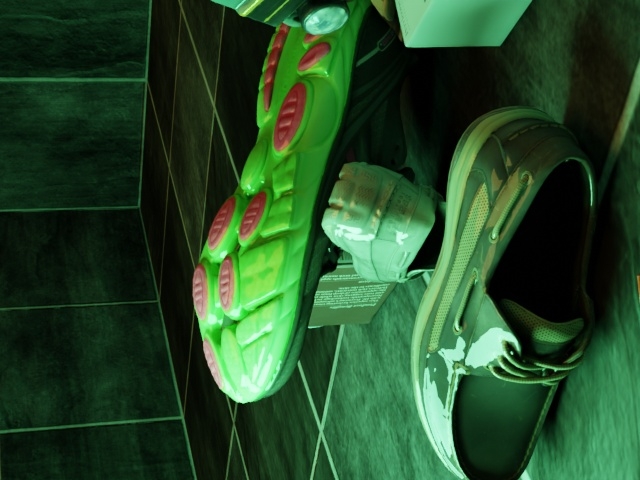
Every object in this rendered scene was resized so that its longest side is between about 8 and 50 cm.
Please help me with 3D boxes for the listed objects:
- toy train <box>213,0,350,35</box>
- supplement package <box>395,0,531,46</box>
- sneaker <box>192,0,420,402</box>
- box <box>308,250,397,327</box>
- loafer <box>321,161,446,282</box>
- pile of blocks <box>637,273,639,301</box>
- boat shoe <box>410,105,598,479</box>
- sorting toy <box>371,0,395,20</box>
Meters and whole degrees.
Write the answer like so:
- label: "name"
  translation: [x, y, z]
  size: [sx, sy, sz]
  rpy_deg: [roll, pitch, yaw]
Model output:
- label: "toy train"
  translation: [-0.070, -0.368, 1.201]
  size: [0.142, 0.190, 0.334]
  rpy_deg: [-34, 64, 32]
- label: "supplement package"
  translation: [0.143, -0.270, 1.064]
  size: [0.179, 0.105, 0.105]
  rpy_deg: [121, 142, -63]
- label: "sneaker"
  translation: [0.007, -0.044, 1.276]
  size: [0.185, 0.202, 0.482]
  rpy_deg: [4, 72, 55]
- label: "box"
  translation: [0.000, 0.000, 1.482]
  size: [0.203, 0.169, 0.167]
  rpy_deg: [119, 145, -61]
- label: "loafer"
  translation: [0.090, -0.002, 1.169]
  size: [0.319, 0.111, 0.112]
  rpy_deg: [22, -91, -74]
- label: "pile of blocks"
  translation: [0.266, -0.047, 0.654]
  size: [0.362, 0.113, 0.149]
  rpy_deg: [123, 141, -63]
- label: "boat shoe"
  translation: [0.163, 0.066, 0.998]
  size: [0.130, 0.132, 0.355]
  rpy_deg: [-132, 41, -66]
- label: "sorting toy"
  translation: [0.056, -0.387, 1.457]
  size: [0.196, 0.047, 0.347]
  rpy_deg: [-124, 35, -61]
